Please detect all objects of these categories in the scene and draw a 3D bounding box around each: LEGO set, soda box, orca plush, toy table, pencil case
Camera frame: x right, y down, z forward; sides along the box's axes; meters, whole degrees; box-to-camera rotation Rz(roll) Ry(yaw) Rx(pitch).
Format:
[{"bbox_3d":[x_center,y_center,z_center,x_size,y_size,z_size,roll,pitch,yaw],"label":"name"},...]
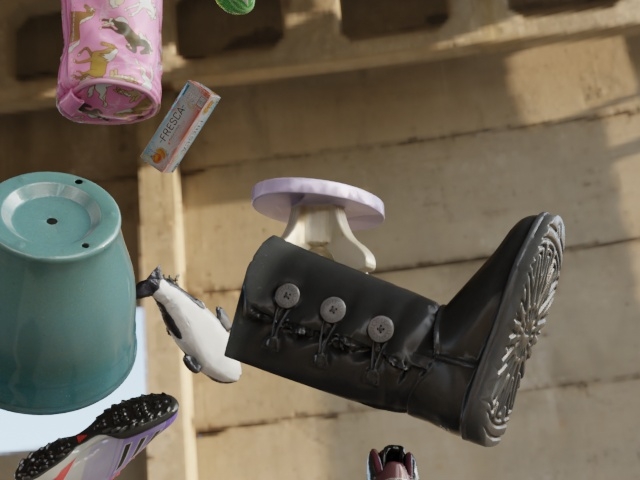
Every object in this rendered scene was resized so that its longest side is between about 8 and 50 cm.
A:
[{"bbox_3d":[-0.301,0.090,2.102,0.023,0.054,0.083,-6,-49,-56],"label":"LEGO set"},{"bbox_3d":[-0.272,-0.221,2.130,0.183,0.058,0.063,-55,-10,10],"label":"soda box"},{"bbox_3d":[-0.270,0.175,2.083,0.102,0.151,0.287,-14,-39,37],"label":"orca plush"},{"bbox_3d":[0.000,0.000,1.908,0.274,0.160,0.252,10,-20,-31],"label":"toy table"},{"bbox_3d":[-0.329,-0.369,1.686,0.167,0.386,0.160,-5,-15,-2],"label":"pencil case"}]

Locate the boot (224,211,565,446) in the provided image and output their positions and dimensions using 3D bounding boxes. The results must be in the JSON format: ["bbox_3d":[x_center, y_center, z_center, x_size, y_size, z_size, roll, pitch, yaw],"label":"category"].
[{"bbox_3d":[0.107,0.078,1.667,0.445,0.367,0.146,15,-18,29],"label":"boot"}]

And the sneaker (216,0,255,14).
[{"bbox_3d":[-0.144,-0.549,2.130,0.109,0.123,0.295,-44,-22,-33],"label":"sneaker"}]

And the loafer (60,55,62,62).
[{"bbox_3d":[-0.468,-0.317,2.137,0.045,0.125,0.039,-28,-34,-37],"label":"loafer"}]

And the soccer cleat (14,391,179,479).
[{"bbox_3d":[-0.392,0.388,1.998,0.318,0.108,0.116,-28,-63,-8],"label":"soccer cleat"}]

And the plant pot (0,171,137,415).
[{"bbox_3d":[-0.379,0.056,1.509,0.272,0.271,0.255,0,-48,-17],"label":"plant pot"}]

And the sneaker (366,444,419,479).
[{"bbox_3d":[0.108,0.381,1.561,0.106,0.162,0.281,1,-25,-1],"label":"sneaker"}]
